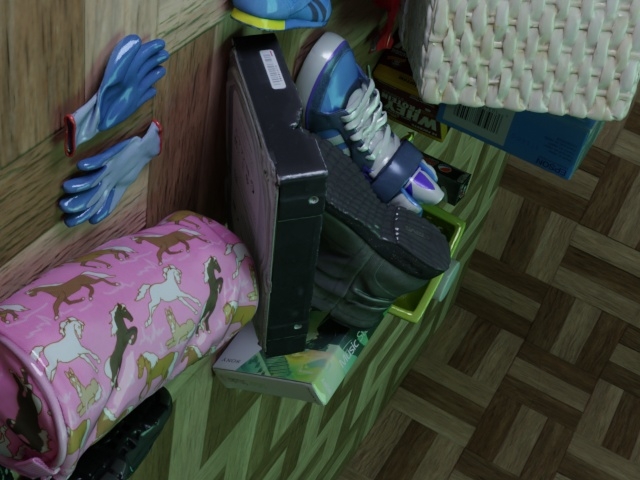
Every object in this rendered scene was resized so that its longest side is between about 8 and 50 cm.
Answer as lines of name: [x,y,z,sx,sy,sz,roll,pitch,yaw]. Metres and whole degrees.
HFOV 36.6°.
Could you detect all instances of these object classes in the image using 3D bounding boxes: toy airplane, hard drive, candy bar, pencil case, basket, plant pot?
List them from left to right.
pencil case: [-0.209,0.095,1.015,0.386,0.160,0.167,-39,154,-58]
hard drive: [-0.064,-0.045,1.174,0.064,0.237,0.339,-9,143,-13]
candy bar: [0.112,-0.150,1.806,0.161,0.018,0.040,-37,164,0]
toy airplane: [0.112,-0.364,1.548,0.151,0.028,0.151,-53,161,-28]
plant pot: [0.144,0.028,1.955,0.228,0.227,0.207,-63,171,-5]
basket: [0.293,-0.368,1.374,0.266,0.328,0.331,-87,-178,-54]

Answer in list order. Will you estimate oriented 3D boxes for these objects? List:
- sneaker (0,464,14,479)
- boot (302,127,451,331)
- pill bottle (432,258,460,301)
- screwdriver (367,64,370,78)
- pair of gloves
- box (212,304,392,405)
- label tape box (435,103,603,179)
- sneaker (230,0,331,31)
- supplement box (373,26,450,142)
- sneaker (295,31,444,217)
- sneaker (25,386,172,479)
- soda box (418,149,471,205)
sneaker: [-0.364,0.273,0.935,0.121,0.111,0.300,-20,169,-7]
boot: [0.000,0.000,1.404,0.222,0.338,0.118,-40,-163,38]
pill bottle: [0.197,0.046,2.162,0.119,0.208,0.119,-56,163,-27]
screwdriver: [0.091,-0.248,1.679,0.024,0.025,0.170,-57,164,-22]
pair of gloves: [-0.203,-0.108,0.956,0.159,0.023,0.198,-52,162,-41]
box: [-0.006,0.124,1.617,0.322,0.232,0.058,-54,128,-32]
label tape box: [0.388,-0.276,1.679,0.348,0.249,0.115,-47,157,-45]
sneaker: [-0.032,-0.292,1.121,0.209,0.069,0.082,-31,141,-62]
supplement box: [0.202,-0.314,1.734,0.194,0.129,0.191,-61,165,-10]
sneaker: [0.088,-0.148,1.430,0.130,0.236,0.323,-55,163,-28]
sneaker: [-0.277,0.289,1.227,0.267,0.101,0.106,-43,157,-51]
soda box: [0.223,-0.139,2.015,0.053,0.169,0.060,-43,155,-50]
